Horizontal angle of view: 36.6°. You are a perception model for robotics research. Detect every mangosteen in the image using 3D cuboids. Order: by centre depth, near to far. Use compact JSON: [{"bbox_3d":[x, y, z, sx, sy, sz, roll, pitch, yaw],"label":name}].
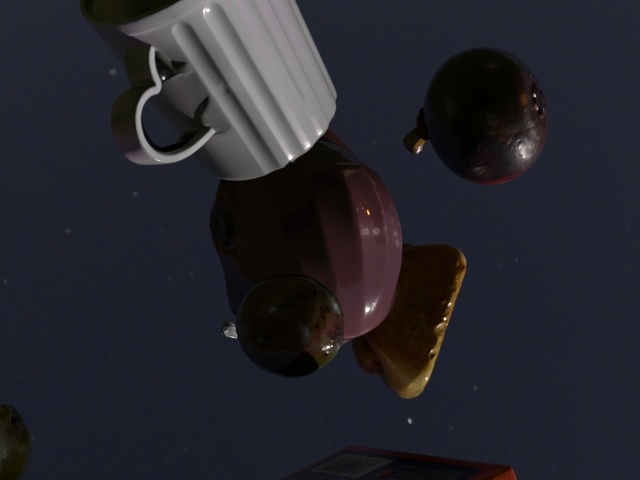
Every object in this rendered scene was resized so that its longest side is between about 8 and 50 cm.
[{"bbox_3d":[0.248,-0.205,1.637,0.262,0.235,0.235,-12,-139,31],"label":"mangosteen"}]

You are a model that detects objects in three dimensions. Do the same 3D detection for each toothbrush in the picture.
[{"bbox_3d":[-0.072,0.180,1.708,0.021,0.288,0.024,36,-81,42],"label":"toothbrush"}]

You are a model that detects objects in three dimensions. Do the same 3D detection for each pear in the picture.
[{"bbox_3d":[-0.345,0.215,0.924,0.141,0.141,0.104,-17,-98,0],"label":"pear"}]

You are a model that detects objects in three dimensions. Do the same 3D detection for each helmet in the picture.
[{"bbox_3d":[0.000,0.000,1.359,0.271,0.338,0.197,-10,-162,-33],"label":"helmet"}]

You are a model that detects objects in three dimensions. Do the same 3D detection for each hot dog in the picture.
[{"bbox_3d":[0.126,0.113,1.538,0.153,0.150,0.256,19,-117,7],"label":"hot dog"}]

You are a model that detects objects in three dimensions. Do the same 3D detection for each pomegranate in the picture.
[{"bbox_3d":[-0.032,0.090,1.093,0.130,0.130,0.130,-9,-135,9],"label":"pomegranate"}]

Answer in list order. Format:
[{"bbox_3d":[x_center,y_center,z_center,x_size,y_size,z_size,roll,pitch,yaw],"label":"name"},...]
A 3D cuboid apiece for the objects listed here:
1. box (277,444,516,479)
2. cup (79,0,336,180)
[{"bbox_3d":[0.068,0.438,1.122,0.257,0.318,0.349,-18,-177,-30],"label":"box"},{"bbox_3d":[-0.107,-0.153,0.856,0.221,0.202,0.167,-43,-139,-13],"label":"cup"}]
